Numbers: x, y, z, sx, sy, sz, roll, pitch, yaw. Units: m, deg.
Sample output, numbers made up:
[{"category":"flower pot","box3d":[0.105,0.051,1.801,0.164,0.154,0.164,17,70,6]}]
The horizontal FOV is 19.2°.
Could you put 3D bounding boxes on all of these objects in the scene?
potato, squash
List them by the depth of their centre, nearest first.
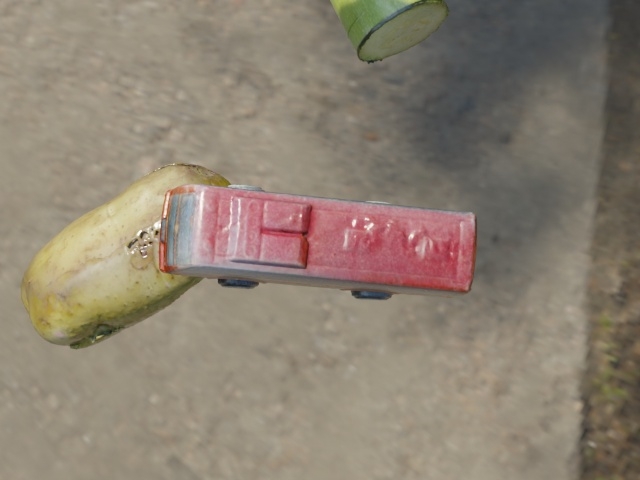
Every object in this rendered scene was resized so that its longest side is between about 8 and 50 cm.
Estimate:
[{"category":"potato","box3d":[-0.129,0.011,1.292,0.170,0.107,0.080,-31,110,5]},{"category":"squash","box3d":[0.015,-0.268,1.681,0.094,0.094,0.224,-31,78,-15]}]

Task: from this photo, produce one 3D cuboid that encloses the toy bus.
[{"category":"toy bus","box3d":[0.000,0.000,1.169,0.192,0.077,0.065,5,84,-13]}]
